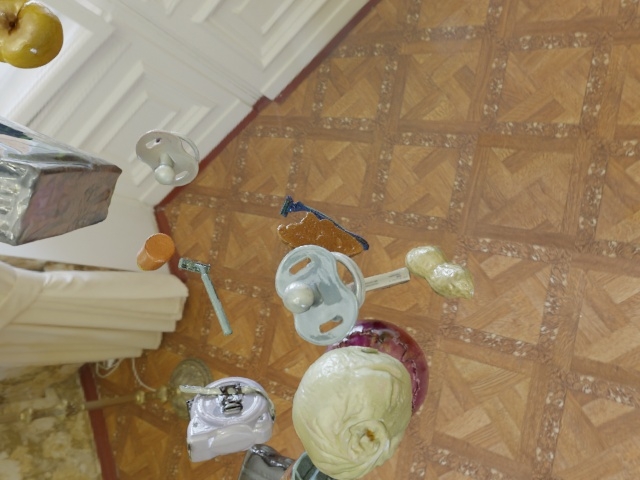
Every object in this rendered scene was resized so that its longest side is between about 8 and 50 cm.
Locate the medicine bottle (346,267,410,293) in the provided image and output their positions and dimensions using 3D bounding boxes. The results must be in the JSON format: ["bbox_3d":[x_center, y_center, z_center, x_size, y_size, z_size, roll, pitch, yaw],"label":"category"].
[{"bbox_3d":[0.184,0.151,1.560,0.171,0.201,0.052,-37,68,64],"label":"medicine bottle"}]

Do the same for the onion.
[{"bbox_3d":[0.194,0.438,1.536,0.358,0.345,0.359,7,102,35],"label":"onion"}]

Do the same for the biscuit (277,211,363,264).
[{"bbox_3d":[0.000,0.000,1.438,0.043,0.280,0.183,124,155,-59],"label":"biscuit"}]

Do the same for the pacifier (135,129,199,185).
[{"bbox_3d":[-0.218,-0.111,0.658,0.081,0.099,0.078,-22,42,12],"label":"pacifier"}]

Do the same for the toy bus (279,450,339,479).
[{"bbox_3d":[0.014,0.584,0.969,0.265,0.121,0.120,50,125,7],"label":"toy bus"}]

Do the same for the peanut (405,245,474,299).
[{"bbox_3d":[0.250,0.065,0.955,0.082,0.082,0.187,-56,41,10],"label":"peanut"}]

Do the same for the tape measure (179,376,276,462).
[{"bbox_3d":[-0.204,0.377,1.002,0.178,0.196,0.105,-137,41,-58],"label":"tape measure"}]

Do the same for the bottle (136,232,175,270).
[{"bbox_3d":[-0.395,0.037,1.065,0.187,0.069,0.069,-25,68,54],"label":"bottle"}]

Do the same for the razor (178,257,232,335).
[{"bbox_3d":[-0.238,0.119,0.998,0.036,0.084,0.211,-49,55,14],"label":"razor"}]

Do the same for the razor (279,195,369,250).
[{"bbox_3d":[0.024,-0.057,1.531,0.324,0.056,0.093,27,141,-2],"label":"razor"}]

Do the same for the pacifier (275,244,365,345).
[{"bbox_3d":[-0.021,0.148,1.274,0.244,0.233,0.299,-35,76,21],"label":"pacifier"}]

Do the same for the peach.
[{"bbox_3d":[-0.703,-0.490,1.070,0.179,0.103,0.179,1,82,-5],"label":"peach"}]

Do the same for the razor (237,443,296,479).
[{"bbox_3d":[-0.166,0.796,1.350,0.204,0.113,0.349,14,93,23],"label":"razor"}]

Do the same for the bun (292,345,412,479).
[{"bbox_3d":[0.074,0.314,0.831,0.153,0.243,0.244,27,97,63],"label":"bun"}]

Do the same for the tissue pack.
[{"bbox_3d":[-0.521,-0.132,0.627,0.394,0.288,0.124,23,97,-9],"label":"tissue pack"}]
